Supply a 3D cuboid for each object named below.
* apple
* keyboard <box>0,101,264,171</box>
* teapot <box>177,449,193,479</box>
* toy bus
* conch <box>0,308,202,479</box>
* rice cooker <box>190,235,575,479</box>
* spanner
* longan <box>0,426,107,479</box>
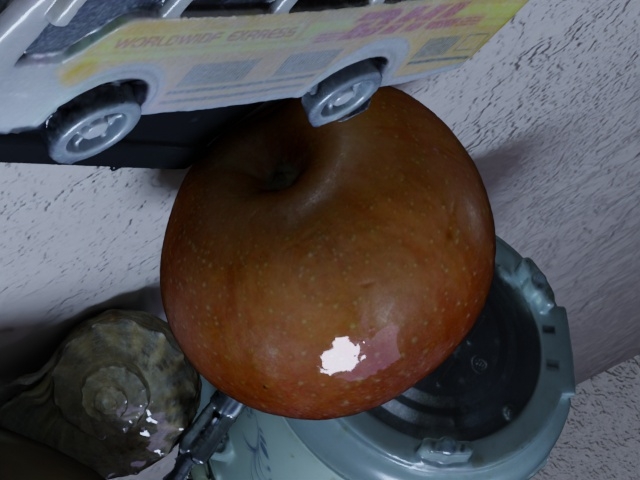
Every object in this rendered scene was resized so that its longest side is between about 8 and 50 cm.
[{"bbox_3d":[0.000,0.000,1.068,0.201,0.201,0.162,-27,130,-5],"label":"apple"},{"bbox_3d":[-0.124,-0.066,0.910,0.101,0.018,0.309,-36,164,25],"label":"keyboard"},{"bbox_3d":[-0.018,0.173,1.747,0.269,0.173,0.182,-9,-147,38],"label":"teapot"},{"bbox_3d":[-0.029,-0.114,0.752,0.138,0.097,0.342,-40,162,34],"label":"toy bus"},{"bbox_3d":[-0.167,0.107,1.351,0.155,0.130,0.207,8,-176,-8],"label":"conch"},{"bbox_3d":[0.043,0.128,1.437,0.316,0.264,0.317,-5,152,-2],"label":"rice cooker"},{"bbox_3d":[-0.098,0.163,1.349,0.093,0.026,0.325,-54,179,-35],"label":"spanner"},{"bbox_3d":[-0.256,0.298,1.191,0.404,0.405,0.336,-18,177,-37],"label":"longan"}]
